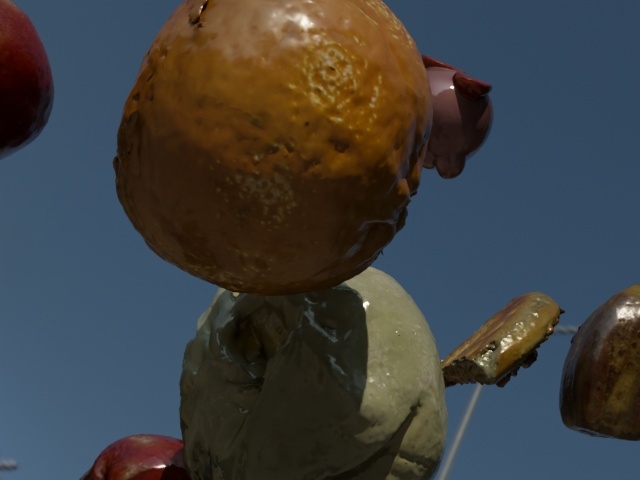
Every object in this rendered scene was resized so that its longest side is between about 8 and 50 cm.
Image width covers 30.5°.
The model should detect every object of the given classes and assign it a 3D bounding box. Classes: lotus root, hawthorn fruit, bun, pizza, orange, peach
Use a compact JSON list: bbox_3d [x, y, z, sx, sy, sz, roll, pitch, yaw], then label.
[{"bbox_3d":[0.518,0.213,2.037,0.193,0.291,0.193,20,-18,7],"label":"lotus root"},{"bbox_3d":[-0.236,0.381,1.579,0.254,0.254,0.300,-6,-26,41],"label":"hawthorn fruit"},{"bbox_3d":[-0.028,0.183,1.393,0.365,0.365,0.219,2,-14,34],"label":"bun"},{"bbox_3d":[0.280,0.173,1.857,0.226,0.335,0.086,-39,-92,25],"label":"pizza"},{"bbox_3d":[-0.035,-0.104,1.177,0.293,0.341,0.341,29,-33,9],"label":"orange"},{"bbox_3d":[-0.400,-0.168,1.235,0.243,0.199,0.243,17,-34,12],"label":"peach"}]

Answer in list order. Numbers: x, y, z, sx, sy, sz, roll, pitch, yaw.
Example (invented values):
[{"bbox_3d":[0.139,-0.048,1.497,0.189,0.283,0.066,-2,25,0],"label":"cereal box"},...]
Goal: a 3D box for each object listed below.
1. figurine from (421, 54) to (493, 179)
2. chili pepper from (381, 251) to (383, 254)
[{"bbox_3d":[0.192,-0.195,1.883,0.173,0.173,0.173,19,-35,14],"label":"figurine"},{"bbox_3d":[0.057,-0.059,1.715,0.027,0.045,0.178,-30,-83,9],"label":"chili pepper"}]
